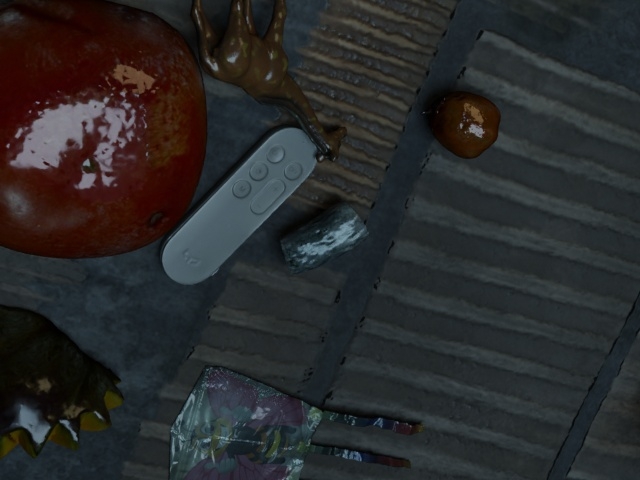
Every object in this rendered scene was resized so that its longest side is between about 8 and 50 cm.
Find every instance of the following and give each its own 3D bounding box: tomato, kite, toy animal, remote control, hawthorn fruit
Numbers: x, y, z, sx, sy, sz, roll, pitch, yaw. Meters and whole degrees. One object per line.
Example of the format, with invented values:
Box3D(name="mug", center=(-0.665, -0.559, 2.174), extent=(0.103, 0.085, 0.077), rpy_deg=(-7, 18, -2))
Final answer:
Box3D(name="tomato", center=(-0.265, -0.101, 1.379), extent=(0.338, 0.144, 0.338), rpy_deg=(-11, 122, -17))
Box3D(name="kite", center=(-0.031, 0.278, 1.711), extent=(0.360, 0.022, 0.204), rpy_deg=(8, 109, -22))
Box3D(name="toy animal", center=(-0.053, -0.198, 1.468), extent=(0.224, 0.066, 0.230), rpy_deg=(-12, 98, -47))
Box3D(name="remote control", center=(-0.100, -0.043, 1.550), extent=(0.245, 0.022, 0.077), rpy_deg=(-45, 117, 2))
Box3D(name="hawthorn fruit", center=(0.174, -0.149, 1.574), extent=(0.093, 0.081, 0.081), rpy_deg=(26, 101, -26))

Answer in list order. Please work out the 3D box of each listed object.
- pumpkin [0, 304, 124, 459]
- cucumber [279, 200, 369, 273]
Box3D(name="pumpkin", center=(-0.358, 0.164, 1.483), extent=(0.253, 0.130, 0.149), rpy_deg=(-10, 115, -14))
Box3D(name="cucumber", center=(0.002, -0.001, 1.581), extent=(0.112, 0.064, 0.064), rpy_deg=(-31, 118, -4))
